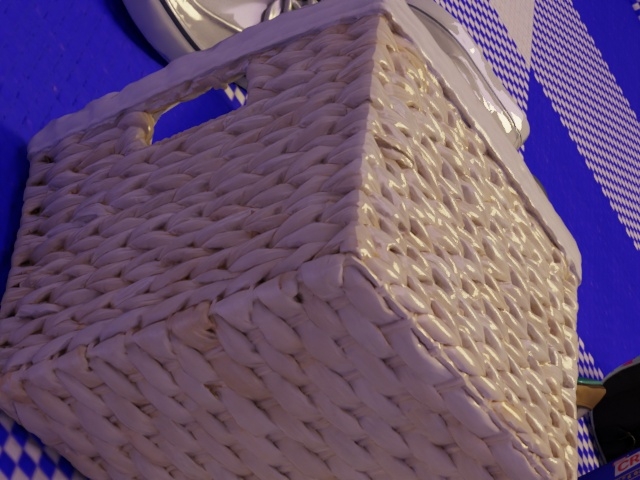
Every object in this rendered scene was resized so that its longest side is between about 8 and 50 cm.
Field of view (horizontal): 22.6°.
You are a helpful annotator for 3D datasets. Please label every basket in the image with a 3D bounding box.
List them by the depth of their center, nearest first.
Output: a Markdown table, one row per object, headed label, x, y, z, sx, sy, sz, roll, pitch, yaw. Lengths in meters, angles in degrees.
| label | x | y | z | sx | sy | sz | roll | pitch | yaw |
| --- | --- | --- | --- | --- | --- | --- | --- | --- | --- |
| basket | -0.015 | 0.053 | 1.169 | 0.331 | 0.328 | 0.266 | 48 | 34 | -37 |

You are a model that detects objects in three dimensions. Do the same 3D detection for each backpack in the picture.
| label | x | y | z | sx | sy | sz | roll | pitch | yaw |
| --- | --- | --- | --- | --- | --- | --- | --- | --- | --- |
| backpack | 0.504 | 0.242 | 2.182 | 0.225 | 0.253 | 0.191 | 67 | 19 | 10 |

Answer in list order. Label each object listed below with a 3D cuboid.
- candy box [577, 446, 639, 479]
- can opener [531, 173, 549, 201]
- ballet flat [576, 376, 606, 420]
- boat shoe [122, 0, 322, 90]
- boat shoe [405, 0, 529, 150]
| label | x | y | z | sx | sy | sz | roll | pitch | yaw |
| --- | --- | --- | --- | --- | --- | --- | --- | --- | --- |
| candy box | 0.412 | 0.351 | 1.846 | 0.122 | 0.268 | 0.317 | 50 | 28 | -15 |
| can opener | 0.251 | -0.100 | 2.169 | 0.074 | 0.093 | 0.280 | 39 | 31 | -45 |
| ballet flat | 0.293 | 0.199 | 2.019 | 0.232 | 0.080 | 0.073 | 18 | 80 | -57 |
| boat shoe | -0.042 | -0.219 | 1.559 | 0.367 | 0.156 | 0.135 | 27 | 45 | -57 |
| boat shoe | 0.167 | -0.207 | 2.080 | 0.258 | 0.095 | 0.084 | 48 | 61 | -5 |
